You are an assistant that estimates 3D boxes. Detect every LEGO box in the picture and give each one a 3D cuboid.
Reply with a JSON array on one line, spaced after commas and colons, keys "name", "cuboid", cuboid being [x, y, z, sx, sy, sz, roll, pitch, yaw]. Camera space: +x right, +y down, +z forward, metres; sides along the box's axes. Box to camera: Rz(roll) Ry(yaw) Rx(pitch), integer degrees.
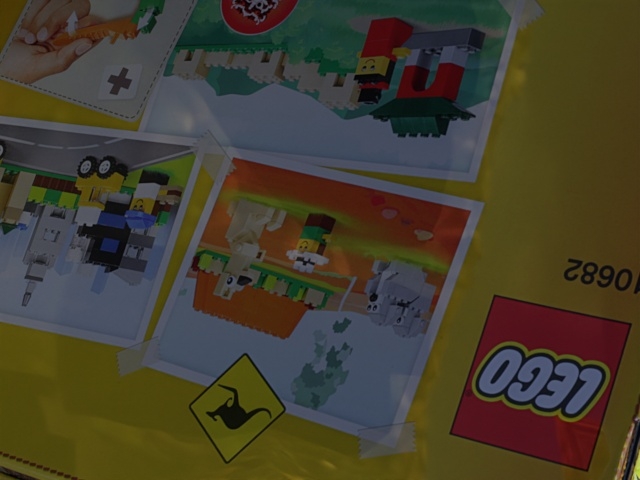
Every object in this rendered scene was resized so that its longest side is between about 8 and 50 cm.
[{"name": "LEGO box", "cuboid": [0.000, 0.000, 0.838, 0.500, 0.193, 0.373, 12, 76, 32]}]
